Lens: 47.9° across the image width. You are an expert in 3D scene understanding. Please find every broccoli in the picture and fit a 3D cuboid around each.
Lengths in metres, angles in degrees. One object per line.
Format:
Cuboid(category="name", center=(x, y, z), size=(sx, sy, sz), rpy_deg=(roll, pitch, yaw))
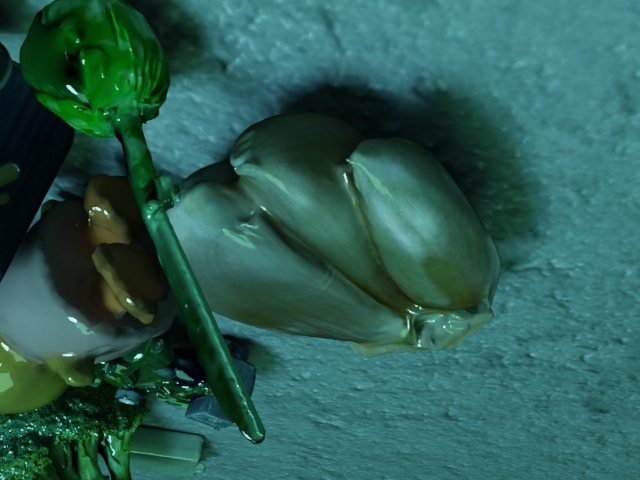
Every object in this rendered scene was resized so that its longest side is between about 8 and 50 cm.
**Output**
Cuboid(category="broccoli", center=(-0.370, 0.311, 1.003), size=(0.261, 0.269, 0.241), rpy_deg=(-34, 106, 13))

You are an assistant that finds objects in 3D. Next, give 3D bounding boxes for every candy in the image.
Cuboid(category="candy", center=(-0.105, -0.021, 0.466), size=(0.097, 0.323, 0.097), rpy_deg=(-23, 167, -6))

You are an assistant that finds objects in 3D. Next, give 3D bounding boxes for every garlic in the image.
Cuboid(category="garlic", center=(0.000, 0.001, 0.608), size=(0.279, 0.132, 0.325), rpy_deg=(-19, 140, 30))

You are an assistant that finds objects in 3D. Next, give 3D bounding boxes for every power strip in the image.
Cuboid(category="power strip", center=(-0.325, 0.349, 1.212), size=(0.270, 0.046, 0.118), rpy_deg=(10, 147, -8))

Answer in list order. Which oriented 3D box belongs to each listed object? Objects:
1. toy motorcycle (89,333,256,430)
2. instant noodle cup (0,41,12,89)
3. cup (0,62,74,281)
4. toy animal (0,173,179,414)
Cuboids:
Cuboid(category="toy motorcycle", center=(-0.190, 0.136, 0.841), size=(0.275, 0.124, 0.187), rpy_deg=(28, 148, -31))
Cuboid(category="instant noodle cup", center=(-0.275, -0.158, 0.451), size=(0.127, 0.127, 0.135), rpy_deg=(4, 136, 2))
Cuboid(category="cup", center=(-0.296, -0.055, 0.553), size=(0.176, 0.155, 0.131), rpy_deg=(24, 140, -25))
Cuboid(category="toy animal", center=(-0.255, 0.067, 0.669), size=(0.281, 0.195, 0.169), rpy_deg=(-28, 146, 15))
